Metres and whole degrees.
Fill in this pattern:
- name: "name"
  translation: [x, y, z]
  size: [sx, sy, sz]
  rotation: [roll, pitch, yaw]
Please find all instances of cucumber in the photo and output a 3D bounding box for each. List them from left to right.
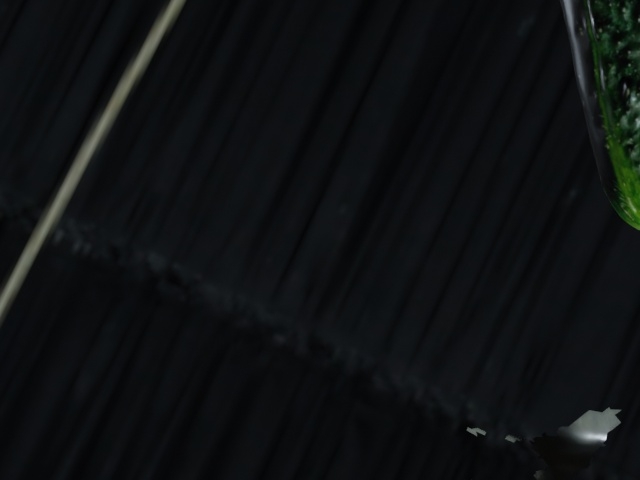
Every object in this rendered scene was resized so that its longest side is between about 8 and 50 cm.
- name: "cucumber"
  translation: [0.124, -0.121, 0.649]
  size: [0.074, 0.241, 0.074]
  rotation: [-11, -173, 1]

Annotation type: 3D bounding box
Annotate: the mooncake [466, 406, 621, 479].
- name: "mooncake"
  translation: [0.007, -0.010, 0.345]
  size: [0.150, 0.057, 0.347]
  rotation: [0, 140, 52]
